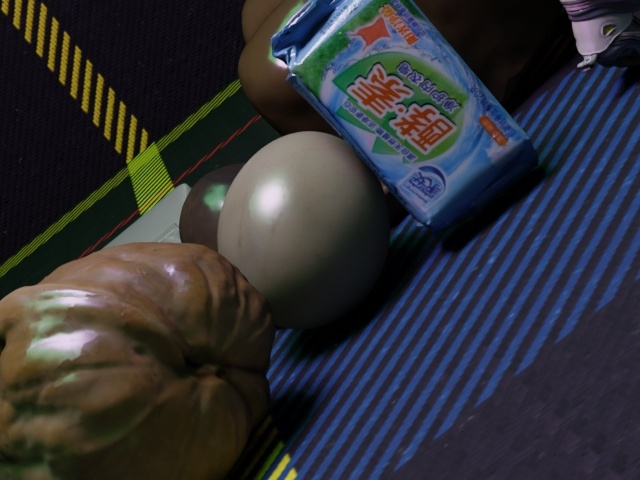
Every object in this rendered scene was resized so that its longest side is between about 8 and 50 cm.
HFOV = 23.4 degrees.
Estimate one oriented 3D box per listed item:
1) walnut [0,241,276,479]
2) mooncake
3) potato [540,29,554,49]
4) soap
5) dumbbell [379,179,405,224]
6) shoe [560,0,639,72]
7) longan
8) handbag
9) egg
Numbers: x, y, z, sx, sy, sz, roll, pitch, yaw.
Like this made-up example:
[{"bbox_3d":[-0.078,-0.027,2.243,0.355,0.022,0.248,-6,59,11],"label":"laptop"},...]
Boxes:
[{"bbox_3d":[-0.193,0.140,1.497,0.285,0.285,0.296,-23,42,46],"label":"walnut"},{"bbox_3d":[0.092,-0.309,2.036,0.467,0.262,0.467,-38,31,28],"label":"mooncake"},{"bbox_3d":[0.267,-0.285,2.094,0.096,0.066,0.103,-43,17,-5],"label":"potato"},{"bbox_3d":[0.087,-0.145,1.624,0.156,0.293,0.077,-42,0,-3],"label":"soap"},{"bbox_3d":[0.000,0.000,1.815,0.231,0.092,0.082,-43,-14,-20],"label":"dumbbell"},{"bbox_3d":[0.342,-0.233,1.701,0.180,0.092,0.089,-6,3,-39],"label":"shoe"},{"bbox_3d":[-0.096,-0.018,1.973,0.167,0.167,0.187,-40,35,-6],"label":"longan"},{"bbox_3d":[-0.254,0.052,2.289,0.256,0.079,0.219,-37,32,25],"label":"handbag"},{"bbox_3d":[-0.017,-0.015,1.671,0.186,0.186,0.241,-28,38,35],"label":"egg"}]
